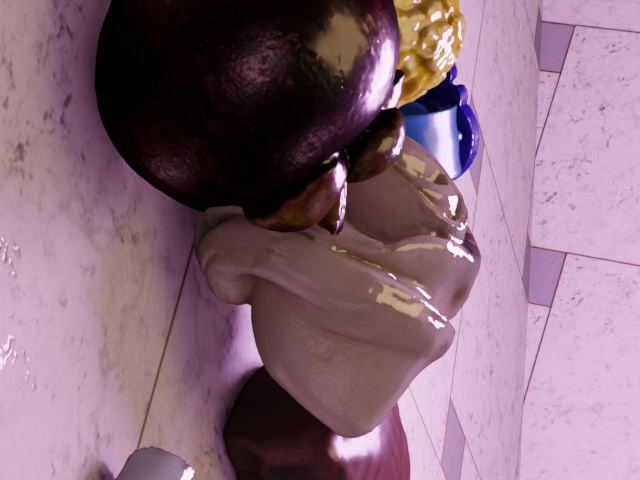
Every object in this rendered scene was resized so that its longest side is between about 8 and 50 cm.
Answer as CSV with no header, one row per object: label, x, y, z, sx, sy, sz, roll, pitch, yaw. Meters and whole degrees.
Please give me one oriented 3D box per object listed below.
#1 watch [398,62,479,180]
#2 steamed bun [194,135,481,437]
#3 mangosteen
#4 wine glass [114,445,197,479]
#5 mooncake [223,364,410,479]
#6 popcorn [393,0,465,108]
watch,0.104,-0.142,2.029,0.200,0.196,0.171,-24,102,-52
steamed bun,0.042,0.001,1.712,0.342,0.255,0.367,49,21,-16
mangosteen,-0.053,-0.154,1.467,0.347,0.307,0.307,49,36,-26
wine glass,-0.181,0.285,1.394,0.202,0.093,0.093,-65,148,-55
mooncake,0.003,0.297,1.835,0.334,0.174,0.325,45,49,-66
popcorn,0.042,-0.263,1.884,0.224,0.270,0.257,88,20,-50
